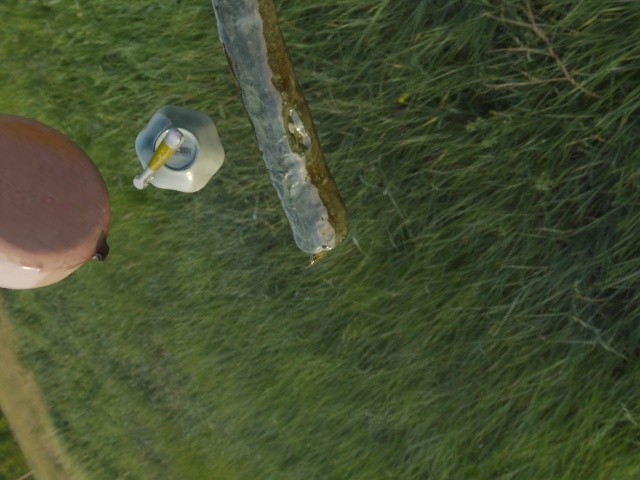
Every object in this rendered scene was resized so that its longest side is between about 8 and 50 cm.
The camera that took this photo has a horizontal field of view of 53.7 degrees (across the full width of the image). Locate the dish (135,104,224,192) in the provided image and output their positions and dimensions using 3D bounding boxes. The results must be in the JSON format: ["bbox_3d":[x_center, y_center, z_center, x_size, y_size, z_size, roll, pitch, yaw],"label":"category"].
[{"bbox_3d":[-0.298,-0.191,1.330,0.066,0.190,0.191,-129,16,-79],"label":"dish"}]

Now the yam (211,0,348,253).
[{"bbox_3d":[-0.036,-0.114,0.549,0.061,0.061,0.274,19,137,48],"label":"yam"}]

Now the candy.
[{"bbox_3d":[-0.412,-0.050,0.880,0.094,0.255,0.255,-30,89,36],"label":"candy"}]

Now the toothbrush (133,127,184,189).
[{"bbox_3d":[-0.202,-0.099,0.788,0.021,0.024,0.288,50,159,-11],"label":"toothbrush"}]

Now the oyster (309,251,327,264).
[{"bbox_3d":[0.000,0.002,1.026,0.034,0.093,0.051,8,161,12],"label":"oyster"}]
